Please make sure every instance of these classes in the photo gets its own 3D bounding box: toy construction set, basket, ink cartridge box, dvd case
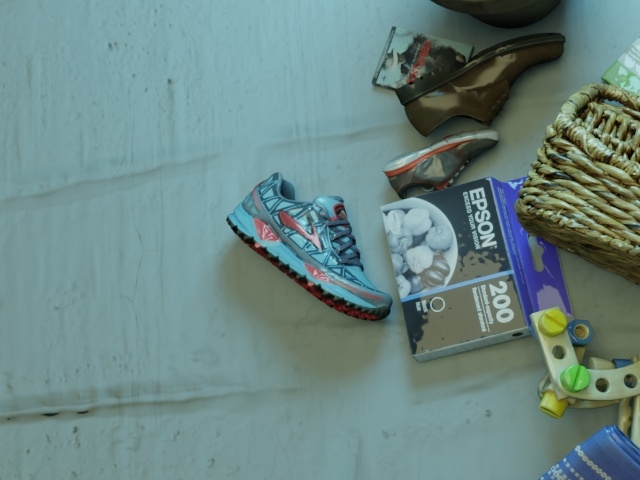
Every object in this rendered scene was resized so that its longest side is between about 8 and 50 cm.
[{"bbox_3d":[0.316,0.250,1.287,0.215,0.151,0.328,11,87,-5],"label":"toy construction set"},{"bbox_3d":[0.396,-0.063,1.296,0.299,0.213,0.223,28,89,18],"label":"basket"},{"bbox_3d":[0.196,0.029,1.439,0.208,0.045,0.206,-15,72,12],"label":"ink cartridge box"},{"bbox_3d":[0.138,-0.237,1.540,0.119,0.013,0.087,18,83,22],"label":"dvd case"}]

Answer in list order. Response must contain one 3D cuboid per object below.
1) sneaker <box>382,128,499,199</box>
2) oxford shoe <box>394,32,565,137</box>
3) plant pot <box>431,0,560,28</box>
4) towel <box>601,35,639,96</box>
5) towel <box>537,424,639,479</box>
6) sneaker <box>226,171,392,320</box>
[{"bbox_3d":[0.163,-0.098,1.485,0.157,0.061,0.065,-20,98,13],"label":"sneaker"},{"bbox_3d":[0.219,-0.200,1.478,0.227,0.083,0.096,-25,90,5],"label":"oxford shoe"},{"bbox_3d":[0.229,-0.375,1.429,0.263,0.229,0.263,-4,75,16],"label":"plant pot"},{"bbox_3d":[0.447,-0.225,1.437,0.152,0.023,0.113,-45,66,5],"label":"towel"},{"bbox_3d":[0.281,0.379,1.227,0.243,0.040,0.336,42,111,-1],"label":"towel"},{"bbox_3d":[0.000,0.000,1.477,0.262,0.104,0.125,36,87,22],"label":"sneaker"}]
